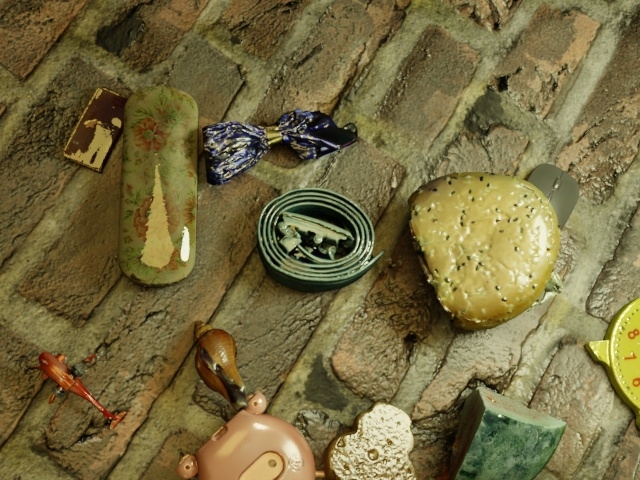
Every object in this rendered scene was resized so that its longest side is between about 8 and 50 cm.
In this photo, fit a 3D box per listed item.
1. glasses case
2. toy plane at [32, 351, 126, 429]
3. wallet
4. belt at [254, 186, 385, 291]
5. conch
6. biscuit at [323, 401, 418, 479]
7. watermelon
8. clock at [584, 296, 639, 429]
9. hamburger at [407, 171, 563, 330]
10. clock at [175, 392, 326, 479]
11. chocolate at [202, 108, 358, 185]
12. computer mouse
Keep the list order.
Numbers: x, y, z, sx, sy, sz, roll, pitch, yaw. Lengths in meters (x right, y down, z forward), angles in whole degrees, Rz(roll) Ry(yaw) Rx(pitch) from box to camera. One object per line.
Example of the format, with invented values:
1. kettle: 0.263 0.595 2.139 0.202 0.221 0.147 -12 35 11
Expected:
1. glasses case: -0.329 -0.114 1.705 0.157 0.098 0.425 1 76 -10
2. toy plane: -0.473 0.293 1.608 0.126 0.077 0.194 -27 89 -2
3. wallet: -0.466 -0.236 1.761 0.095 0.026 0.176 23 76 -5
4. belt: 0.000 0.000 1.698 0.268 0.116 0.206 8 71 -1
5. conch: -0.201 0.229 1.606 0.086 0.080 0.232 -21 36 2
6. biscuit: 0.099 0.467 1.585 0.184 0.047 0.319 1 67 -12
7. watermelon: 0.309 0.377 1.598 0.320 0.289 0.213 -27 49 2
8. clock: 0.730 0.242 1.726 0.294 0.071 0.277 -35 81 -13
9. hamburger: 0.335 0.009 1.664 0.277 0.195 0.317 -24 75 8
10. clock: -0.118 0.442 1.567 0.227 0.142 0.241 -41 86 -13
11. chocolate: -0.087 -0.216 1.749 0.344 0.126 0.148 -15 36 -12
12. computer mouse: 0.469 -0.061 1.786 0.120 0.057 0.232 34 76 3
